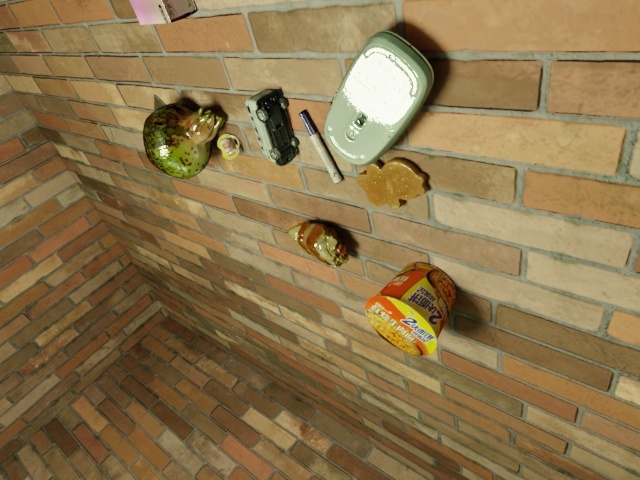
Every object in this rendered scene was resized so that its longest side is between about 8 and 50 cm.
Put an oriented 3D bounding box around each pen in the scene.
[{"bbox_3d":[0.001,-0.235,1.103,0.025,0.025,0.204,-1,126,50],"label":"pen"}]

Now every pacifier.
[{"bbox_3d":[-0.277,-0.290,1.343,0.083,0.068,0.064,61,-176,6],"label":"pacifier"}]

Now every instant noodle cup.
[{"bbox_3d":[0.249,0.170,1.149,0.213,0.174,0.213,29,144,23],"label":"instant noodle cup"}]

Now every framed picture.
[{"bbox_3d":[-0.550,-0.452,1.495,0.066,0.006,0.089,42,148,5],"label":"framed picture"}]

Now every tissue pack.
[{"bbox_3d":[-0.415,-0.652,1.025,0.148,0.092,0.246,19,141,37],"label":"tissue pack"}]

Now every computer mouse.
[{"bbox_3d":[0.111,-0.271,0.869,0.159,0.097,0.288,43,137,6],"label":"computer mouse"}]

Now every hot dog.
[{"bbox_3d":[0.000,0.000,1.315,0.213,0.103,0.146,29,168,39],"label":"hot dog"}]

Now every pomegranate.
[{"bbox_3d":[-0.409,-0.326,1.342,0.222,0.276,0.204,55,-170,-21],"label":"pomegranate"}]

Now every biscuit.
[{"bbox_3d":[0.164,-0.139,1.025,0.133,0.027,0.184,49,147,-6],"label":"biscuit"}]

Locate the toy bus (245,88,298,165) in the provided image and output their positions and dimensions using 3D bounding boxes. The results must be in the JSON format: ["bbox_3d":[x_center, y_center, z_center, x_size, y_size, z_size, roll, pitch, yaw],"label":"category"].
[{"bbox_3d":[-0.127,-0.292,1.129,0.089,0.087,0.194,25,145,40],"label":"toy bus"}]
